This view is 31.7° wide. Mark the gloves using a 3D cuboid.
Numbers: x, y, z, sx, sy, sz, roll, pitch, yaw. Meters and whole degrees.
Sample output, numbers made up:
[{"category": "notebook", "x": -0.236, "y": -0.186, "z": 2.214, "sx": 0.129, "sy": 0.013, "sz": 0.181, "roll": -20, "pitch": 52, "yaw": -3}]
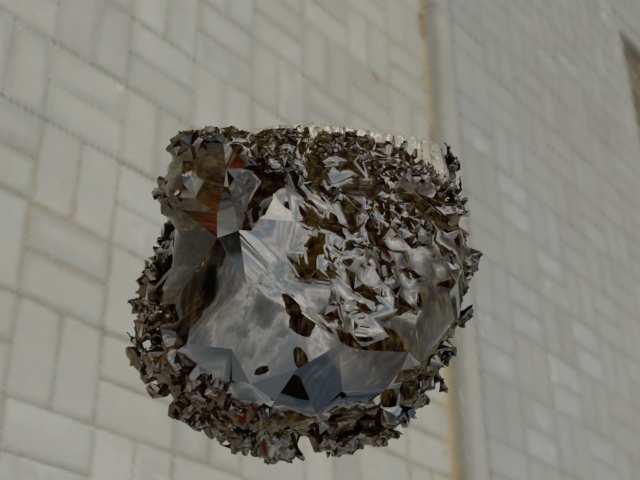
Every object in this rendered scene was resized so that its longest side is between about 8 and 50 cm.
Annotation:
[{"category": "gloves", "x": -0.006, "y": 0.004, "z": 0.666, "sx": 0.210, "sy": 0.135, "sz": 0.312, "roll": 26, "pitch": 26, "yaw": -13}]
